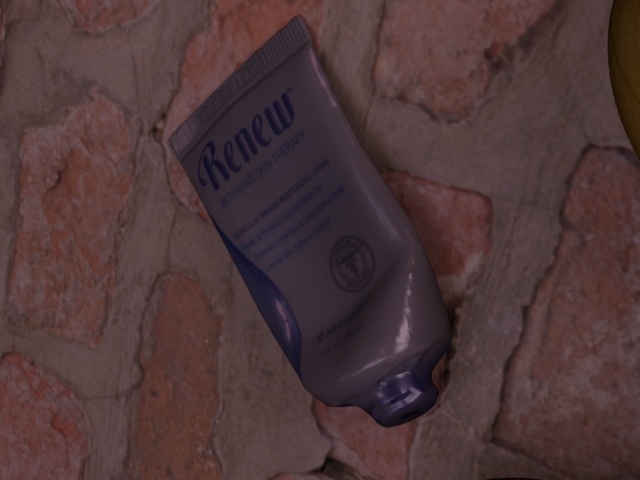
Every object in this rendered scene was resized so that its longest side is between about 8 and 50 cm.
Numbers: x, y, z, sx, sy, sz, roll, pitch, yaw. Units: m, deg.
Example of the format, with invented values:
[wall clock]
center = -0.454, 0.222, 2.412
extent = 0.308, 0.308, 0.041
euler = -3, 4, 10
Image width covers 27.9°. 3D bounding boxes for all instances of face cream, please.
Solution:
[face cream]
center = 0.000, 0.000, 1.356
extent = 0.235, 0.137, 0.420
euler = -39, 71, 35

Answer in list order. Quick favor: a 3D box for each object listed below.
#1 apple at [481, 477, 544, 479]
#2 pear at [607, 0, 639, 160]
[apple]
center = 0.212, 0.364, 1.239
extent = 0.306, 0.235, 0.305
euler = 20, 123, 33
[pear]
center = 0.381, -0.139, 0.934
extent = 0.348, 0.348, 0.348
euler = 9, 109, 29
